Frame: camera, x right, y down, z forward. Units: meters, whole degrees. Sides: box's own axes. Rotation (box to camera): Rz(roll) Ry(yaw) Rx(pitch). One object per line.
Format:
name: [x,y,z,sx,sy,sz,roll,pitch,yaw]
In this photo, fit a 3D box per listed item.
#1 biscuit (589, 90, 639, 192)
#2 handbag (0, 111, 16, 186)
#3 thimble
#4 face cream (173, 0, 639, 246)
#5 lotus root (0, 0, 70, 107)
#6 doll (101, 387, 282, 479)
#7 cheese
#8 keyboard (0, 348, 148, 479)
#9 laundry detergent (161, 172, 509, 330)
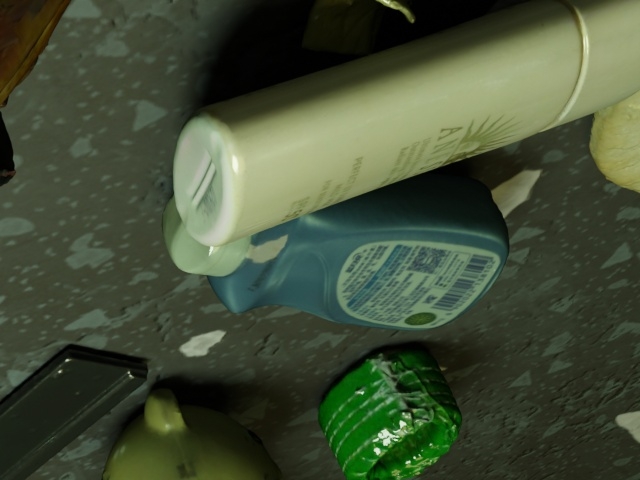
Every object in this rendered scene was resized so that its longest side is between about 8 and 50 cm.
biscuit: [0.314,-0.097,1.518,0.188,0.040,0.265,-35,148,25]
handbag: [-0.296,-0.025,1.104,0.169,0.155,0.215,3,143,-44]
thimble: [0.065,0.161,1.718,0.118,0.090,0.130,-14,151,-19]
face cream: [0.075,-0.093,1.277,0.349,0.081,0.173,-19,168,-19]
lotus root: [-0.201,-0.144,0.897,0.193,0.193,0.291,38,73,-57]
doll: [-0.114,0.249,1.659,0.162,0.177,0.260,-15,154,-14]
cheese: [0.030,-0.154,1.229,0.060,0.041,0.084,7,160,-31]
keyboard: [-0.275,0.185,1.598,0.310,0.018,0.101,-40,145,27]
laundry detergent: [0.000,0.000,1.420,0.290,0.094,0.143,8,142,-37]
